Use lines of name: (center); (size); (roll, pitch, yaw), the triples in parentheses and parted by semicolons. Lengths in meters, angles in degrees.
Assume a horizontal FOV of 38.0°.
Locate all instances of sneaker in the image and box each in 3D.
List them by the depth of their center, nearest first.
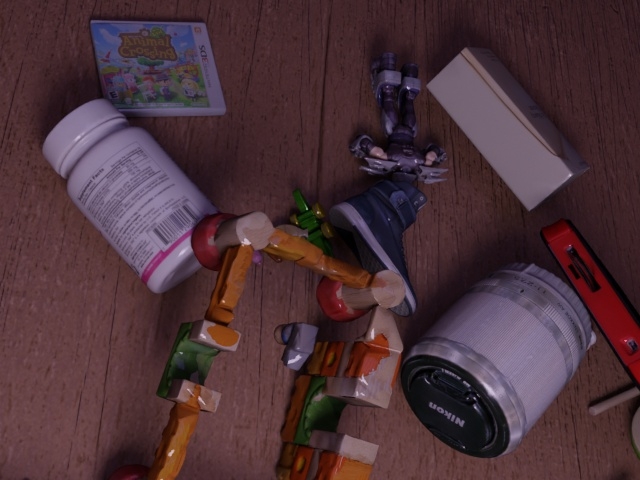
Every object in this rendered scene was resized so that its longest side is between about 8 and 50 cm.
sneaker: (0.138, 0.003, 1.588); (0.163, 0.086, 0.226); (-32, 92, -30)

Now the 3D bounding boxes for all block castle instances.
block castle: (-0.087, 0.208, 1.294); (0.303, 0.213, 0.453); (23, 74, -21)

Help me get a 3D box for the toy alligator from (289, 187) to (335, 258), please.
toy alligator: (0.000, 0.000, 1.575); (0.190, 0.056, 0.051); (66, 17, 12)

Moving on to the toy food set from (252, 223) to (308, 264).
toy food set: (-0.084, 0.007, 1.540); (0.122, 0.019, 0.078); (9, 64, -1)

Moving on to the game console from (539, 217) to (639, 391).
game console: (0.514, 0.159, 1.532); (0.342, 0.060, 0.387); (41, 20, -44)

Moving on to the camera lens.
camera lens: (0.278, 0.191, 1.480); (0.219, 0.219, 0.274); (46, 56, 6)

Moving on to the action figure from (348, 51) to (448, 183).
action figure: (0.147, -0.200, 1.716); (0.185, 0.099, 0.285); (11, 64, -25)

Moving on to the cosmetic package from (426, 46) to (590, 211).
cosmetic package: (0.356, -0.215, 1.762); (0.309, 0.113, 0.160); (51, 27, 9)

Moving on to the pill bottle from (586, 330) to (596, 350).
pill bottle: (0.453, 0.183, 1.661); (0.083, 0.043, 0.043); (-16, 70, -28)

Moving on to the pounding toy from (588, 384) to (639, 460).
pounding toy: (0.602, 0.354, 1.614); (0.183, 0.110, 0.237); (-27, 49, -24)

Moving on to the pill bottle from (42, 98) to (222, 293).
pill bottle: (-0.284, -0.072, 1.426); (0.283, 0.160, 0.160); (48, 57, 7)

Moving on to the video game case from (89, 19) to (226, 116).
video game case: (-0.286, -0.303, 1.632); (0.212, 0.023, 0.193); (-5, 65, -24)
